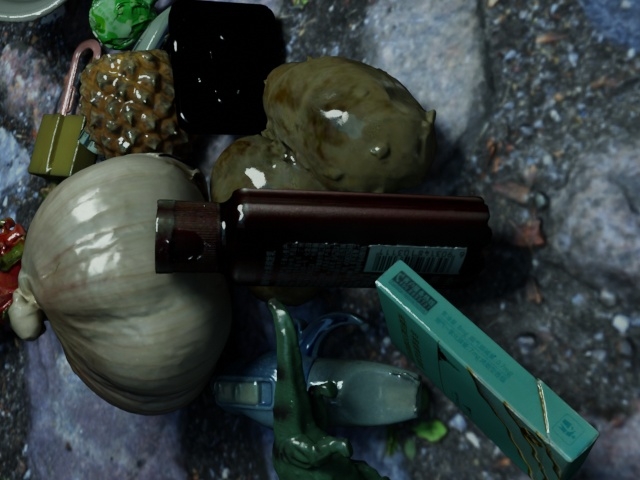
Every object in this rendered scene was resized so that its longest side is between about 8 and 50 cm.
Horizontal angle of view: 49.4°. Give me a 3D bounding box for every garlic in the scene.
[{"bbox_3d":[-0.220,0.054,0.831,0.241,0.322,0.321,-5,75,2],"label":"garlic"}]

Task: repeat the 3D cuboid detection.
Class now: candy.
[{"bbox_3d":[-0.207,-0.397,1.038,0.323,0.097,0.097,-34,65,10],"label":"candy"}]

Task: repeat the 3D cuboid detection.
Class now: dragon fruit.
[{"bbox_3d":[-0.504,0.058,1.060,0.172,0.166,0.160,-34,79,-4],"label":"dragon fruit"}]

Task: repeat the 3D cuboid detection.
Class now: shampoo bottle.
[{"bbox_3d":[0.000,0.000,0.702,0.323,0.129,0.084,1,58,-10],"label":"shampoo bottle"}]

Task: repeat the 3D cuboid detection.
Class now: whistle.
[{"bbox_3d":[-0.012,0.170,0.797,0.269,0.093,0.180,0,86,22],"label":"whistle"}]

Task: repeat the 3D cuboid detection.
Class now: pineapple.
[{"bbox_3d":[-0.242,-0.163,0.959,0.166,0.166,0.193,-2,103,29],"label":"pineapple"}]

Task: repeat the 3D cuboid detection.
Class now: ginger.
[{"bbox_3d":[-0.018,-0.076,0.824,0.244,0.155,0.304,44,109,22],"label":"ginger"}]

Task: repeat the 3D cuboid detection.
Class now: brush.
[{"bbox_3d":[-0.389,-0.209,1.108,0.103,0.047,0.233,7,81,30],"label":"brush"}]

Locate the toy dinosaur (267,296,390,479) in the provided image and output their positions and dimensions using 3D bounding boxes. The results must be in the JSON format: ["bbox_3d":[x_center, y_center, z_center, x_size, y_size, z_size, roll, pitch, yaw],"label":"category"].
[{"bbox_3d":[0.005,0.205,0.710,0.120,0.079,0.291,1,108,18],"label":"toy dinosaur"}]

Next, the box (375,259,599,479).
[{"bbox_3d":[0.151,0.134,0.667,0.041,0.162,0.229,-41,60,-11],"label":"box"}]

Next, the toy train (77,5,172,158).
[{"bbox_3d":[-0.272,-0.239,1.043,0.048,0.055,0.251,39,99,29],"label":"toy train"}]

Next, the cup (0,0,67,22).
[{"bbox_3d":[-0.426,-0.470,1.090,0.257,0.301,0.227,-110,29,-63],"label":"cup"}]

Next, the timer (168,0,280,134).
[{"bbox_3d":[-0.120,-0.230,0.914,0.055,0.144,0.187,135,129,-64],"label":"timer"}]
